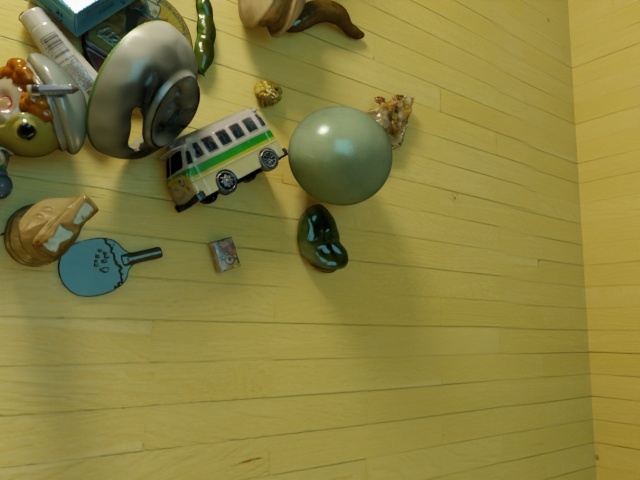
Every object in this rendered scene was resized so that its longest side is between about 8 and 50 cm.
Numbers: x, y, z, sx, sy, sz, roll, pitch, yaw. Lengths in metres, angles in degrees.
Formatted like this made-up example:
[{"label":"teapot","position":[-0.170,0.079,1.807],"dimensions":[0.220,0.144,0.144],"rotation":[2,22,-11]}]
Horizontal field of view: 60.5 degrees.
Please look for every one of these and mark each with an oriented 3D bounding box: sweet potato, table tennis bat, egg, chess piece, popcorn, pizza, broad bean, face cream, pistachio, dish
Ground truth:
[{"label":"sweet potato","position":[0.014,-0.703,1.733],"dimensions":[0.346,0.079,0.108],"rotation":[-11,119,-39]},{"label":"table tennis bat","position":[-0.464,-0.440,1.343],"dimensions":[0.268,0.051,0.415],"rotation":[32,63,-27]},{"label":"egg","position":[0.059,-0.236,1.548],"dimensions":[0.389,0.276,0.276],"rotation":[5,79,-66]},{"label":"chess piece","position":[-0.524,-0.022,1.075],"dimensions":[0.137,0.300,0.137],"rotation":[6,81,-39]},{"label":"table tennis bat","position":[-0.482,0.053,1.274],"dimensions":[0.234,0.022,0.131],"rotation":[-14,91,-36]},{"label":"popcorn","position":[-0.143,-0.423,1.565],"dimensions":[0.084,0.084,0.084],"rotation":[6,80,-37]},{"label":"pizza","position":[0.235,-0.402,1.856],"dimensions":[0.297,0.071,0.189],"rotation":[-33,102,-36]},{"label":"broad bean","position":[-0.312,-0.558,1.475],"dimensions":[0.065,0.046,0.255],"rotation":[7,77,-46]},{"label":"face cream","position":[-0.568,-0.404,1.224],"dimensions":[0.092,0.058,0.244],"rotation":[-37,98,-13]},{"label":"pistachio","position":[-0.132,-0.731,1.521],"dimensions":[0.229,0.238,0.321],"rotation":[8,86,-31]},{"label":"broad bean","position":[0.002,-0.001,1.629],"dimensions":[0.153,0.072,0.207],"rotation":[-22,85,-40]},{"label":"dish","position":[-0.358,-0.306,1.218],"dimensions":[0.124,0.324,0.324],"rotation":[30,61,5]}]

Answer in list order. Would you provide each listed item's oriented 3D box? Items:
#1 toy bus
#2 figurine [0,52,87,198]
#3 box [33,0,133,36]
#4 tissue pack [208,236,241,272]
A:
[{"label":"toy bus","position":[-0.256,-0.210,1.406],"dimensions":[0.305,0.143,0.179],"rotation":[-35,102,-35]},{"label":"figurine","position":[-0.637,-0.195,1.128],"dimensions":[0.382,0.224,0.205],"rotation":[-51,139,-5]},{"label":"box","position":[-0.532,-0.593,1.264],"dimensions":[0.142,0.083,0.232],"rotation":[40,61,-3]},{"label":"tissue pack","position":[-0.252,0.037,1.441],"dimensions":[0.063,0.035,0.083],"rotation":[-18,93,-37]}]
